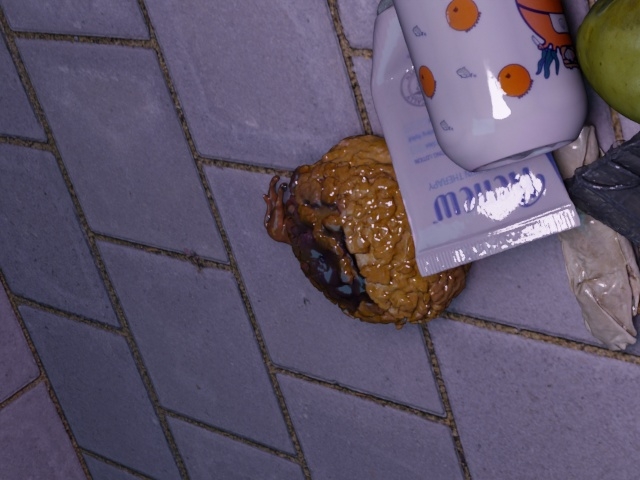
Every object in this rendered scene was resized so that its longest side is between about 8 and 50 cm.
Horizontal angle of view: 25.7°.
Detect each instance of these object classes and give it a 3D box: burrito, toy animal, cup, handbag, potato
[{"bbox_3d":[0.399,-0.004,2.048,0.117,0.076,0.392,4,123,44],"label":"burrito"},{"bbox_3d":[0.000,0.000,2.537,0.224,0.066,0.230,8,119,22],"label":"toy animal"},{"bbox_3d":[0.217,-0.259,1.818,0.212,0.212,0.318,-20,85,54],"label":"cup"},{"bbox_3d":[0.433,-0.067,1.861,0.175,0.089,0.270,27,159,-6],"label":"handbag"},{"bbox_3d":[0.436,-0.228,1.687,0.304,0.215,0.216,7,125,56],"label":"potato"}]

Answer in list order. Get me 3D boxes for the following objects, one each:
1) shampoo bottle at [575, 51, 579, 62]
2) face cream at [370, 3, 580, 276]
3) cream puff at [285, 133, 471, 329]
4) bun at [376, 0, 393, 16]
[{"bbox_3d":[0.317,-0.247,1.958,0.072,0.043,0.099,51,145,2],"label":"shampoo bottle"},{"bbox_3d":[0.191,-0.182,1.974,0.234,0.137,0.420,-19,81,14],"label":"face cream"},{"bbox_3d":[0.083,0.000,2.289,0.327,0.231,0.343,35,142,19],"label":"cream puff"},{"bbox_3d":[0.117,-0.331,2.115,0.083,0.045,0.083,36,146,29],"label":"bun"}]
